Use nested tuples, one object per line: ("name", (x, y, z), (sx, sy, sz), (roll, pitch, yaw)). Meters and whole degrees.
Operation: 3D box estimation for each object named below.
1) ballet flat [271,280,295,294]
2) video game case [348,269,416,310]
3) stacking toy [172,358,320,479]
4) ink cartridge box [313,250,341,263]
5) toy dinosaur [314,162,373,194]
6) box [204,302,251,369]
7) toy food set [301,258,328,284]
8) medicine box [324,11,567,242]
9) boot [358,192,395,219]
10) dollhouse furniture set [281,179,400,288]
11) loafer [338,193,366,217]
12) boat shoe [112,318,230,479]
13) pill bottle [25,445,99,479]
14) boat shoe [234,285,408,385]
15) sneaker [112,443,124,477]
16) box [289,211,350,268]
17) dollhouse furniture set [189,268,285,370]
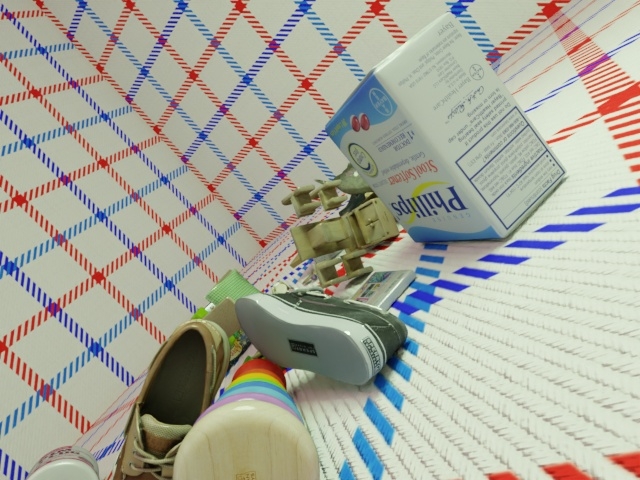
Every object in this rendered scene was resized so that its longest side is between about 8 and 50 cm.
("ballet flat", (-0.094, 0.147, 1.154), (0.077, 0.079, 0.221), (-45, 8, -16))
("video game case", (0.081, 0.111, 0.743), (0.157, 0.019, 0.143), (-45, 8, -17))
("stacking toy", (-0.087, 0.227, 0.559), (0.141, 0.141, 0.330), (-43, 4, -5))
("ink cartridge box", (0.069, -0.008, 1.325), (0.207, 0.046, 0.097), (-37, 11, 25))
("toy dinosaur", (0.118, -0.165, 1.061), (0.314, 0.120, 0.160), (7, 39, 18))
("box", (-0.266, 0.247, 1.156), (0.044, 0.159, 0.233), (-35, 11, 51))
("toy food set", (-0.009, 0.095, 1.253), (0.078, 0.019, 0.122), (-46, 1, -27))
("medicine box", (0.178, -0.149, 0.691), (0.149, 0.289, 0.263), (-41, 8, -12))
("boot", (0.170, -0.110, 1.208), (0.262, 0.095, 0.203), (-42, 8, -16))
("dollhouse furniture set", (0.032, -0.011, 0.977), (0.242, 0.212, 0.161), (-15, -8, -36))
("loafer", (0.152, -0.172, 1.675), (0.223, 0.078, 0.076), (-38, 9, 26))
("boat shoe", (-0.209, 0.259, 0.562), (0.116, 0.123, 0.324), (106, 173, -70))
("pill bottle", (-0.619, 0.587, 1.018), (0.160, 0.160, 0.283), (-47, 9, -31))
("boat shoe", (-0.013, 0.120, 0.633), (0.105, 0.113, 0.306), (-26, 13, -39))
("sneaker", (-0.310, 0.388, 0.848), (0.235, 0.094, 0.153), (-35, -5, -28))
("box", (0.000, 0.000, 1.355), (0.201, 0.021, 0.164), (-33, 14, 41))
("dollhouse furniture set", (-0.135, 0.145, 0.936), (0.151, 0.197, 0.301), (-41, 9, 17))
